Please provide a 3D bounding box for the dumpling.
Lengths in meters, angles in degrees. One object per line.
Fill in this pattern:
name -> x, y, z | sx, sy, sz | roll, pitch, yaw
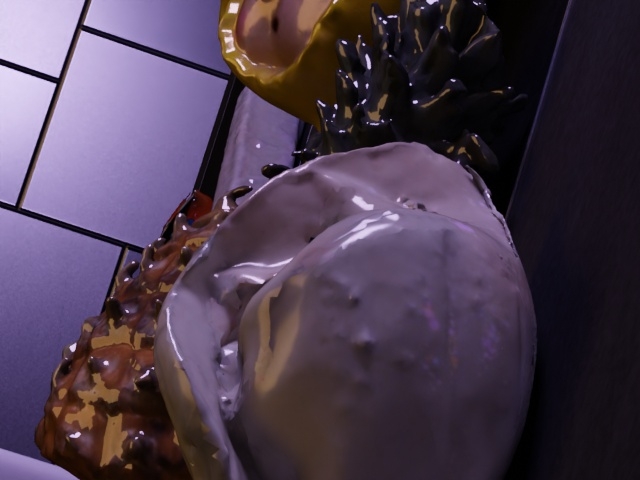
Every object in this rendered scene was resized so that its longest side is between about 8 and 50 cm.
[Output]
dumpling -> 0.009, 0.048, 0.672 | 0.118, 0.136, 0.199 | 129, 148, -52

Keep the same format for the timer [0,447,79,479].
timer -> -0.139, 0.245, 1.018 | 0.195, 0.192, 0.194 | 123, 164, -63

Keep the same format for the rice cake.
rice cake -> -0.068, 0.004, 1.599 | 0.399, 0.064, 0.070 | -79, 5, -46

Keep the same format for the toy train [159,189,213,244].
toy train -> -0.138, 0.127, 1.720 | 0.086, 0.089, 0.409 | -49, 20, 43

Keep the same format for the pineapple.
pineapple -> -0.002, 0.007, 0.837 | 0.278, 0.158, 0.158 | -59, 6, -5

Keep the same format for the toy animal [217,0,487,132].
toy animal -> 0.014, -0.129, 1.083 | 0.230, 0.156, 0.156 | -120, 48, -67
